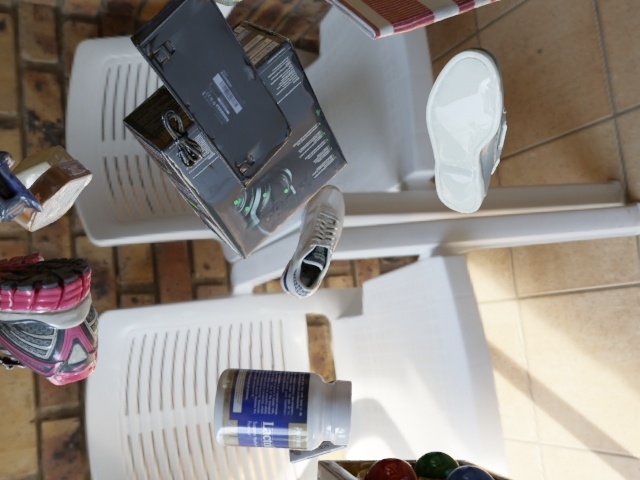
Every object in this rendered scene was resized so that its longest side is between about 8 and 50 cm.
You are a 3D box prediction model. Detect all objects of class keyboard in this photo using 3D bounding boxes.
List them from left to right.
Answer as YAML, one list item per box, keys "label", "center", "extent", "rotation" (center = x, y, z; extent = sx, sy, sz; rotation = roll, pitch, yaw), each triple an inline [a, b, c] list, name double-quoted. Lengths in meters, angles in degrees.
- label: "keyboard"
  center: [-0.099, -0.121, 0.566]
  extent: [0.023, 0.108, 0.180]
  rotation: [28, 162, 41]

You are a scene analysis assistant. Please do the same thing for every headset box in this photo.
- label: "headset box"
  center: [-0.116, -0.146, 1.004]
  extent: [0.131, 0.246, 0.283]
  rotation: [36, 166, 40]

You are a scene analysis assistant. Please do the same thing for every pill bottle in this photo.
- label: "pill bottle"
  center: [-0.070, 0.337, 1.271]
  extent: [0.153, 0.264, 0.153]
  rotation: [2, -90, -88]

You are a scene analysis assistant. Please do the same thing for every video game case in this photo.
- label: "video game case"
  center: [-0.017, 0.498, 1.752]
  extent: [0.173, 0.022, 0.191]
  rotation: [-24, 50, 20]

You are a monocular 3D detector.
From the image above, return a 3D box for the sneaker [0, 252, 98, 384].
- label: "sneaker"
  center: [-0.339, 0.081, 0.697]
  extent: [0.299, 0.120, 0.112]
  rotation: [5, 107, 49]

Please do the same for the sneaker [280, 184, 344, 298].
- label: "sneaker"
  center: [0.000, 0.000, 1.221]
  extent: [0.095, 0.090, 0.235]
  rotation: [149, 139, -73]

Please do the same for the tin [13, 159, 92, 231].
- label: "tin"
  center: [-0.407, -0.071, 0.978]
  extent: [0.106, 0.040, 0.190]
  rotation: [-54, 9, 9]

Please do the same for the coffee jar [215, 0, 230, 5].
- label: "coffee jar"
  center: [-0.200, -0.550, 1.349]
  extent: [0.079, 0.096, 0.184]
  rotation: [-68, 19, 8]

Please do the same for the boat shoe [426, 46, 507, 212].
- label: "boat shoe"
  center: [0.243, -0.184, 1.028]
  extent: [0.116, 0.099, 0.320]
  rotation: [21, 146, 24]

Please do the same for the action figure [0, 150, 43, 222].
- label: "action figure"
  center: [-0.356, -0.128, 0.428]
  extent: [0.341, 0.330, 0.178]
  rotation: [40, 151, -3]

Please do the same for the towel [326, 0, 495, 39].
- label: "towel"
  center: [0.184, -0.463, 1.172]
  extent: [0.237, 0.328, 0.037]
  rotation: [54, 159, 41]

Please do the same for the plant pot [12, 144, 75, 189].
- label: "plant pot"
  center: [-0.517, -0.117, 1.220]
  extent: [0.096, 0.109, 0.109]
  rotation: [-29, 28, 19]

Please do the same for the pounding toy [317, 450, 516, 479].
- label: "pounding toy"
  center: [0.055, 0.193, 0.401]
  extent: [0.206, 0.180, 0.094]
  rotation: [148, 125, -74]
